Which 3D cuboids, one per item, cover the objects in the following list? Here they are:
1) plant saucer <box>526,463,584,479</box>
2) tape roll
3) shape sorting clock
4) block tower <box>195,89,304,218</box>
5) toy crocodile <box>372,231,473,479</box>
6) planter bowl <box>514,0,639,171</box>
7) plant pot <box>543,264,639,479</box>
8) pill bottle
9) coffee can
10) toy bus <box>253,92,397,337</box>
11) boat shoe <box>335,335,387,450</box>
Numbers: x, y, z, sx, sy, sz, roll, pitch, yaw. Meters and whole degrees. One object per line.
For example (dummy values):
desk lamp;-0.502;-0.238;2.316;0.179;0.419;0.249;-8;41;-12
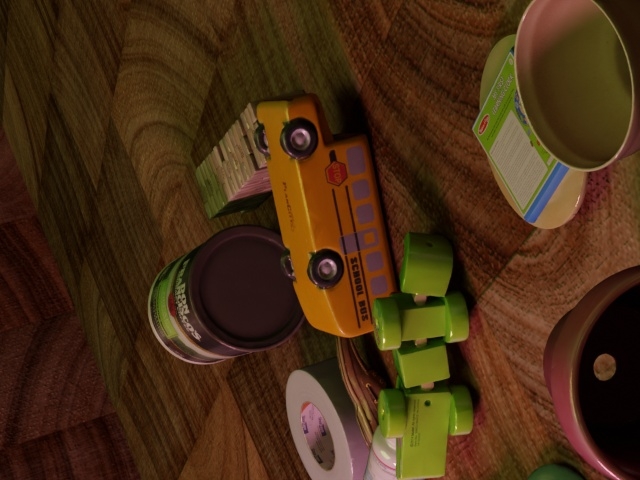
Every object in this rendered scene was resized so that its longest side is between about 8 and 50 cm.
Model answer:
plant saucer;0.274;0.320;1.417;0.119;0.021;0.119;14;108;47
tape roll;0.025;0.297;1.920;0.219;0.072;0.219;43;141;48
shape sorting clock;0.222;-0.113;1.273;0.206;0.040;0.206;52;151;44
block tower;-0.107;-0.125;1.916;0.090;0.097;0.335;71;157;9
toy crocodile;0.127;0.156;1.565;0.105;0.115;0.340;-114;19;-67
planter bowl;0.263;-0.151;1.077;0.162;0.109;0.162;45;143;49
plant pot;0.291;0.118;1.109;0.180;0.201;0.201;176;78;-82
pill bottle;0.111;0.304;1.719;0.087;0.087;0.160;54;149;37
coffee can;-0.157;0.097;2.030;0.275;0.202;0.201;-26;81;66
toy bus;0.010;-0.037;1.669;0.108;0.130;0.332;11;115;64
boat shoe;0.068;0.216;1.796;0.064;0.060;0.178;69;-179;-85
